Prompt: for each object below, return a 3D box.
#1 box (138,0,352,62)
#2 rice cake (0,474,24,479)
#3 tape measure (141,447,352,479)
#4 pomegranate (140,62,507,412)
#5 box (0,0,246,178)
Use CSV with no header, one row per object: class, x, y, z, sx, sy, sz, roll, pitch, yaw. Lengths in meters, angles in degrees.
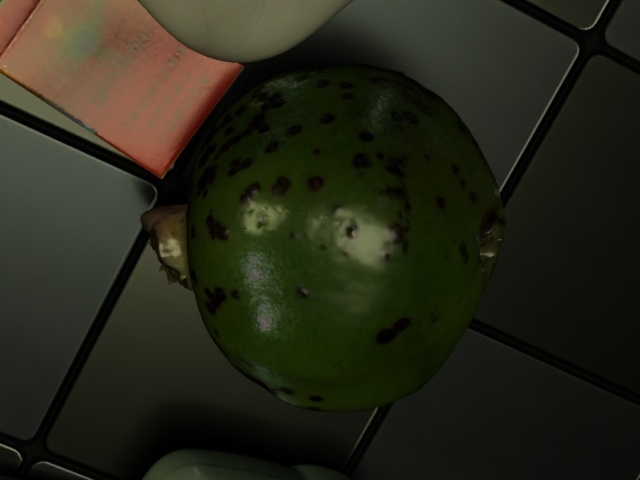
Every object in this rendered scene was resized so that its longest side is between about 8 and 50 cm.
box,-0.020,-0.306,0.969,0.349,0.141,0.288,-40,111,3
rice cake,-0.289,0.204,1.196,0.245,0.045,0.042,16,106,-15
tape measure,-0.066,0.303,1.221,0.246,0.125,0.243,14,103,-23
pomegranate,0.000,0.000,1.087,0.270,0.254,0.254,-7,111,13
box,-0.158,-0.139,1.102,0.175,0.048,0.112,35,101,-19
